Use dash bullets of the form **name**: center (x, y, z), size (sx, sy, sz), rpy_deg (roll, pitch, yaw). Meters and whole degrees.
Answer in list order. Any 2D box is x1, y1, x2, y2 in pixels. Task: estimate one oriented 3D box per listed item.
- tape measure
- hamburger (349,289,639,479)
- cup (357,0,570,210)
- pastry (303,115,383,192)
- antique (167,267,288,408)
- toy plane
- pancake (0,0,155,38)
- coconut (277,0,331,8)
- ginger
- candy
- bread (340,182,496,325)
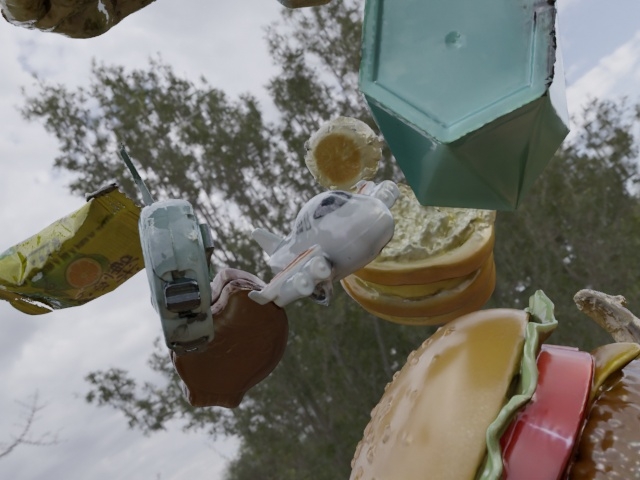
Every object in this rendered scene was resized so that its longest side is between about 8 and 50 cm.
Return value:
- **tape measure**: center (-0.189, -0.034, 0.947), size (0.084, 0.330, 0.164), rpy_deg (-7, -36, -17)
- **hamburger**: center (0.127, 0.172, 0.519), size (0.274, 0.212, 0.274), rpy_deg (-57, -17, -29)
- **cup**: center (0.099, -0.094, 0.499), size (0.148, 0.134, 0.235), rpy_deg (1, -1, 12)
- **pastry**: center (0.048, -0.173, 1.569), size (0.166, 0.166, 0.088), rpy_deg (-40, -1, 30)
- **antique**: center (-0.179, 0.184, 1.461), size (0.223, 0.129, 0.278), rpy_deg (3, -65, -27)
- **toy plane**: center (0.000, 0.000, 0.974), size (0.244, 0.117, 0.245), rpy_deg (-39, 8, 6)
- **pancake**: center (-0.214, -0.379, 0.874), size (0.387, 0.082, 0.387), rpy_deg (-45, -6, -6)
- **coconut**: center (-0.038, -0.484, 1.353), size (0.147, 0.147, 0.153), rpy_deg (82, -155, -76)
- **ginger**: center (0.397, 0.112, 1.012), size (0.057, 0.137, 0.044), rpy_deg (-46, -23, 11)
- **candy**: center (-0.356, 0.028, 1.092), size (0.297, 0.081, 0.187), rpy_deg (-25, -32, 16)
- **bread**: center (0.173, 0.045, 1.443), size (0.211, 0.315, 0.270), rpy_deg (-73, -16, -48)
